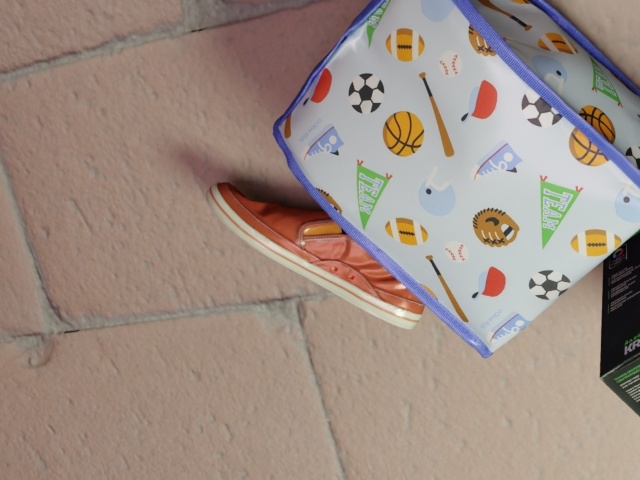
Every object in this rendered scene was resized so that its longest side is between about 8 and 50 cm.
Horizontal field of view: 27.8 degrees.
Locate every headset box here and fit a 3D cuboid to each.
[{"bbox_3d":[0.449,0.049,1.441,0.131,0.283,0.246,43,123,-16],"label":"headset box"}]

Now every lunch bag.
[{"bbox_3d":[0.175,-0.120,1.511,0.385,0.239,0.328,39,123,-4],"label":"lunch bag"}]

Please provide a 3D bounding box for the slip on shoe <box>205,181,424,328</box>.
[{"bbox_3d":[0.000,0.000,1.715,0.331,0.123,0.101,28,97,11],"label":"slip on shoe"}]
